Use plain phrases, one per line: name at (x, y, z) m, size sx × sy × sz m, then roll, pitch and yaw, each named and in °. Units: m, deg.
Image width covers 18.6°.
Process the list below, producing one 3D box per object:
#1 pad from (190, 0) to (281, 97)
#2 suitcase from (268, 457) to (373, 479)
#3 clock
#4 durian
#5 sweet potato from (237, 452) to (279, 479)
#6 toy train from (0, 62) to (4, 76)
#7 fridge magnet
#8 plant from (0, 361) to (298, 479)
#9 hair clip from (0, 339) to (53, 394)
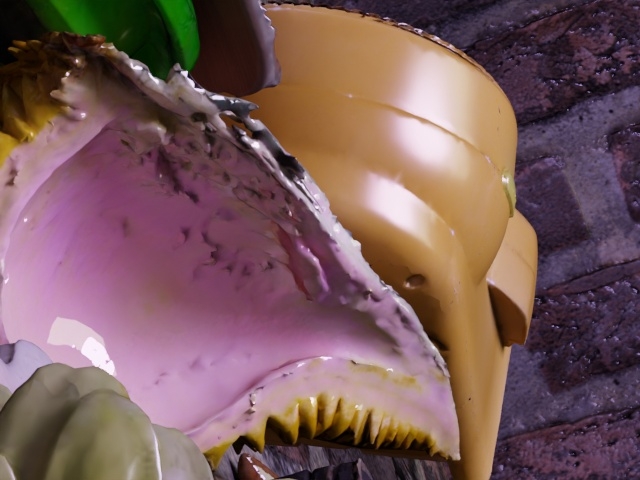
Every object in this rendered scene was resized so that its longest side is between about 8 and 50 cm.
pad at (-0.141, -0.209, 0.984) m, size 0.284 × 0.018 × 0.286 m, roll 13°, pitch -50°, yaw 54°
suitcase at (0.012, 0.318, 0.866) m, size 0.283 × 0.194 × 0.434 m, roll 66°, pitch 8°, yaw -46°
clock at (0.000, 0.000, 1.133) m, size 0.317 × 0.244 × 0.200 m, roll 76°, pitch 18°, yaw -61°
durian at (-0.088, 0.021, 0.952) m, size 0.305 × 0.185 × 0.195 m, roll 36°, pitch -5°, yaw -38°
sweet potato at (-0.004, 0.228, 1.492) m, size 0.078 × 0.058 × 0.255 m, roll 58°, pitch 2°, yaw 27°
toy train at (-0.155, -0.064, 1.083) m, size 0.044 × 0.042 × 0.209 m, roll 52°, pitch 3°, yaw 11°
fridge magnet at (-0.141, -0.145, 0.914) m, size 0.208 × 0.088 × 0.208 m, roll 40°, pitch -16°, yaw 14°
plant at (-0.111, 0.172, 0.514) m, size 0.261 × 0.297 × 0.306 m, roll 47°, pitch 59°, yaw -14°
hair clip at (-0.152, 0.062, 0.735) m, size 0.257 × 0.075 × 0.146 m, roll 58°, pitch 19°, yaw -46°
